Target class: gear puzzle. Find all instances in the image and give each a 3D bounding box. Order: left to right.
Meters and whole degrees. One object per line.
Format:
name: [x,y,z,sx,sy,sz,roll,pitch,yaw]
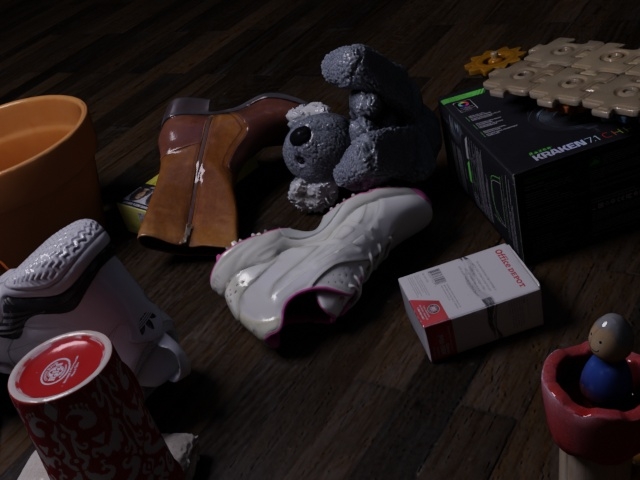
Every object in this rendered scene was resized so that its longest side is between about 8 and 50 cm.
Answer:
gear puzzle: [0.311,-0.204,1.048,0.175,0.044,0.339,-32,33,-23]

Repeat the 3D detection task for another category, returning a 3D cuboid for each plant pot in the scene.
plant pot: [-0.462,-0.070,1.265,0.290,0.204,0.291,-12,32,8]

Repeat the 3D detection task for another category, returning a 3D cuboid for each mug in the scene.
mug: [-0.209,0.166,0.740,0.113,0.169,0.150,-26,33,-17]

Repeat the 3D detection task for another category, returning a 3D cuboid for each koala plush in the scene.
koala plush: [0.036,-0.137,1.157,0.221,0.196,0.203,-17,-16,38]

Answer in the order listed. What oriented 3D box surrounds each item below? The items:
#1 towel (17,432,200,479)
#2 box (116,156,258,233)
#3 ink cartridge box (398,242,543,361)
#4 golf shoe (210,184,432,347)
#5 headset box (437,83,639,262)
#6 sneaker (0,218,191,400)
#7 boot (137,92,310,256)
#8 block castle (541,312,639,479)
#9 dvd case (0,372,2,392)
towel: [-0.225,0.293,0.755,0.187,0.049,0.282,-6,32,12]
box: [-0.210,-0.091,1.321,0.087,0.058,0.232,16,43,39]
ink cartridge box: [0.168,0.068,0.917,0.135,0.056,0.099,-18,33,-2]
golf shoe: [0.023,0.033,1.013,0.306,0.115,0.140,-23,58,-18]
headset box: [0.316,-0.126,1.081,0.246,0.131,0.283,-17,32,-3]
sneaker: [-0.306,0.128,0.951,0.365,0.210,0.137,-28,19,41]
boot: [-0.125,-0.101,1.228,0.263,0.096,0.281,5,51,-7]
block castle: [0.383,0.176,0.486,0.302,0.213,0.453,-20,32,-19]
dvd case: [-0.466,0.249,0.948,0.180,0.022,0.253,-20,32,-6]
